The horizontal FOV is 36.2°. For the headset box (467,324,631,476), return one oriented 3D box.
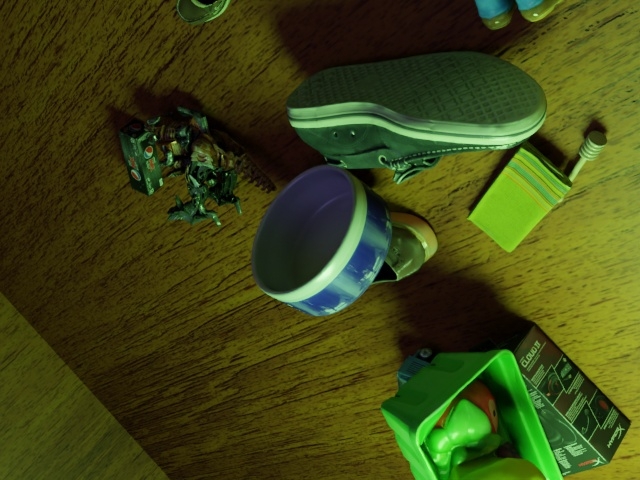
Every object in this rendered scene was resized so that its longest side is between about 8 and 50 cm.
[{"bbox_3d":[0.395,0.303,1.845,0.293,0.110,0.218,45,145,-2],"label":"headset box"}]

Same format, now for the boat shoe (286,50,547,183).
[{"bbox_3d":[0.149,-0.185,1.536,0.500,0.187,0.156,7,136,48],"label":"boat shoe"}]

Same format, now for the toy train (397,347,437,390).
[{"bbox_3d":[0.212,0.306,2.037,0.080,0.105,0.184,21,139,30],"label":"toy train"}]

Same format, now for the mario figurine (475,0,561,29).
[{"bbox_3d":[0.218,-0.448,1.275,0.198,0.170,0.321,-26,123,16],"label":"mario figurine"}]

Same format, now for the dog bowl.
[{"bbox_3d":[0.000,0.000,1.784,0.104,0.265,0.264,32,156,-36],"label":"dog bowl"}]

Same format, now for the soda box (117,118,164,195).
[{"bbox_3d":[-0.400,-0.184,2.188,0.060,0.053,0.169,25,140,27],"label":"soda box"}]

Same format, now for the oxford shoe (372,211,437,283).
[{"bbox_3d":[0.044,0.016,1.880,0.363,0.133,0.130,-1,126,46],"label":"oxford shoe"}]

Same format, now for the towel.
[{"bbox_3d":[0.319,-0.064,1.598,0.102,0.021,0.237,44,151,10],"label":"towel"}]

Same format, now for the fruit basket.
[{"bbox_3d":[0.304,0.405,1.693,0.392,0.283,0.392,42,155,25],"label":"fruit basket"}]

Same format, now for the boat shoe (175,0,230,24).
[{"bbox_3d":[-0.197,-0.440,1.682,0.095,0.095,0.257,49,145,-7],"label":"boat shoe"}]

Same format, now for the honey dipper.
[{"bbox_3d":[0.390,-0.107,1.498,0.030,0.030,0.161,37,146,10],"label":"honey dipper"}]

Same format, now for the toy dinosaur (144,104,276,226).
[{"bbox_3d":[-0.236,-0.153,1.987,0.322,0.164,0.219,40,134,45],"label":"toy dinosaur"}]
